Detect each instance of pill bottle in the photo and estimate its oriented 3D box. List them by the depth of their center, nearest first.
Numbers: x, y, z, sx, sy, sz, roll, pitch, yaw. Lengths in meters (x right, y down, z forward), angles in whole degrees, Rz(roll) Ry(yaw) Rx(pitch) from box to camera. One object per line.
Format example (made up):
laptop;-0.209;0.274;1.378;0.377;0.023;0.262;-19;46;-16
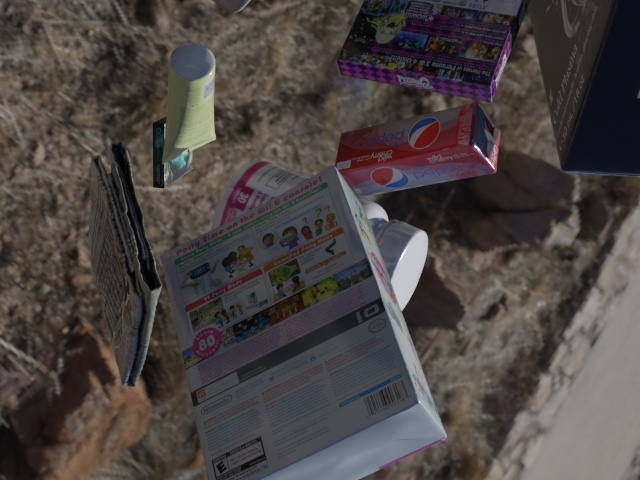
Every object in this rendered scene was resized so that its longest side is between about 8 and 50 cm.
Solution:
pill bottle;0.000;0.000;1.565;0.160;0.283;0.160;-51;153;-39

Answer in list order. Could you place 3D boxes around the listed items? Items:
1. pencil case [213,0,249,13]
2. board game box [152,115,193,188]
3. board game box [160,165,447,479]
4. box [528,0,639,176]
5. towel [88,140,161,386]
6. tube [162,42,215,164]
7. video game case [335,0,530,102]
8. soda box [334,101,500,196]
pencil case;-0.196;-0.332;0.891;0.410;0.183;0.160;22;92;-20
board game box;-0.285;-0.182;2.110;0.186;0.026;0.126;-56;150;-71
board game box;-0.026;0.101;1.108;0.224;0.303;0.097;-26;142;11
box;0.530;-0.427;1.694;0.297;0.472;0.480;3;139;-2
towel;-0.340;0.042;1.814;0.056;0.312;0.324;-5;146;-22
tube;-0.184;-0.184;1.521;0.240;0.070;0.062;105;-5;-64
video game case;0.166;-0.308;1.558;0.042;0.232;0.210;70;38;-56
soda box;0.157;-0.145;1.781;0.092;0.263;0.084;40;52;-44
